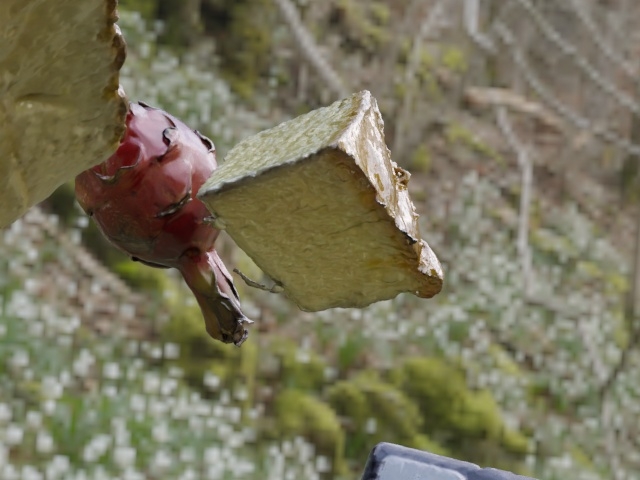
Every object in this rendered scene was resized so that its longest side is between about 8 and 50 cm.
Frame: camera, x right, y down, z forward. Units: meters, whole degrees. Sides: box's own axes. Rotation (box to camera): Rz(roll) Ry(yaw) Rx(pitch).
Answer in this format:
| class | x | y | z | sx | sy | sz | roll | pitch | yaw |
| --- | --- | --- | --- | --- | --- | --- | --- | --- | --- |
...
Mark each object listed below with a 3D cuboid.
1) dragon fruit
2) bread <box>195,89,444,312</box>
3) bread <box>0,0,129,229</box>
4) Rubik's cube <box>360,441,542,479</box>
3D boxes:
| class | x | y | z | sx | sy | sz | roll | pitch | yaw |
| --- | --- | --- | --- | --- | --- | --- | --- | --- | --- |
| dragon fruit | -0.127 | -0.012 | 1.665 | 0.125 | 0.246 | 0.125 | -26 | 11 | 29 |
| bread | 0.000 | 0.000 | 0.866 | 0.084 | 0.109 | 0.080 | -16 | 20 | 19 |
| bread | -0.285 | -0.167 | 1.310 | 0.207 | 0.279 | 0.279 | -33 | -18 | -19 |
| Rubik's cube | 0.165 | 0.397 | 1.456 | 0.337 | 0.343 | 0.344 | 11 | -27 | 15 |
